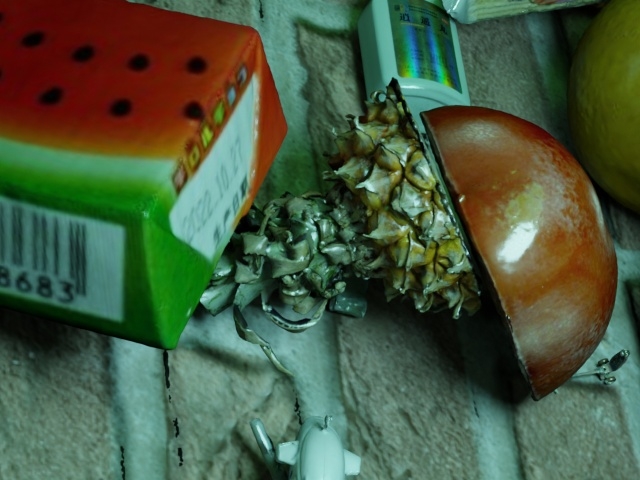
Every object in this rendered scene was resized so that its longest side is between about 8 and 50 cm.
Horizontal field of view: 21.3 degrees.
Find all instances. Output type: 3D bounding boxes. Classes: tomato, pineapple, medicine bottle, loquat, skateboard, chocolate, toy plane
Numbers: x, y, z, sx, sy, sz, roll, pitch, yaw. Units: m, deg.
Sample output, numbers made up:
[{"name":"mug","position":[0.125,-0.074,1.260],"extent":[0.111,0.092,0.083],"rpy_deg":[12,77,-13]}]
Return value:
[{"name":"tomato","position":[0.222,-0.010,1.776],"extent":[0.143,0.338,0.338],"rpy_deg":[-22,61,2]},{"name":"pineapple","position":[0.000,0.000,1.733],"extent":[0.271,0.262,0.262],"rpy_deg":[-21,60,3]},{"name":"medicine bottle","position":[0.108,-0.240,2.072],"extent":[0.121,0.083,0.229],"rpy_deg":[13,48,-23]},{"name":"loquat","position":[0.454,-0.175,2.040],"extent":[0.328,0.328,0.328],"rpy_deg":[15,49,-17]},{"name":"skateboard","position":[0.296,0.142,1.884],"extent":[0.083,0.064,0.032],"rpy_deg":[-9,67,-20]},{"name":"chocolate","position":[-0.250,-0.092,1.638],"extent":[0.360,0.161,0.341],"rpy_deg":[14,45,12]},{"name":"toy plane","position":[-0.017,0.286,1.567],"extent":[0.182,0.107,0.273],"rpy_deg":[24,51,-1]}]

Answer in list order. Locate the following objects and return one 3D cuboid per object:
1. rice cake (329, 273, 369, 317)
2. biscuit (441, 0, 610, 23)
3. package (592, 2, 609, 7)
[{"name":"rice cake","position":[0.042,0.001,1.874],"extent":[0.043,0.034,0.211],"rpy_deg":[16,49,-4]},{"name":"biscuit","position":[0.269,-0.353,2.144],"extent":[0.309,0.079,0.186],"rpy_deg":[-9,49,-13]},{"name":"package","position":[0.333,-0.498,2.374],"extent":[0.196,0.123,0.424],"rpy_deg":[3,55,-29]}]
